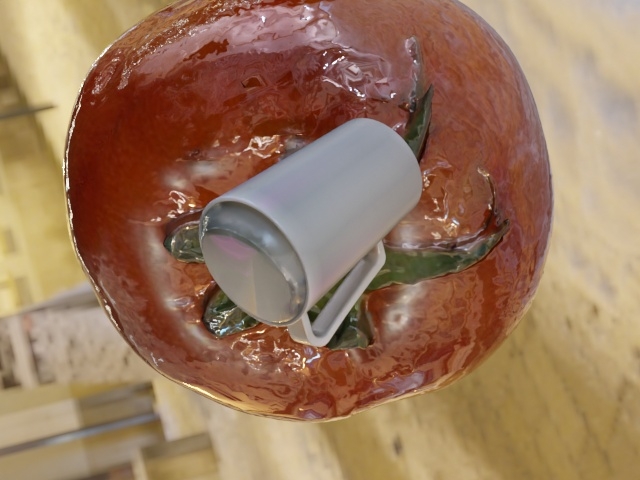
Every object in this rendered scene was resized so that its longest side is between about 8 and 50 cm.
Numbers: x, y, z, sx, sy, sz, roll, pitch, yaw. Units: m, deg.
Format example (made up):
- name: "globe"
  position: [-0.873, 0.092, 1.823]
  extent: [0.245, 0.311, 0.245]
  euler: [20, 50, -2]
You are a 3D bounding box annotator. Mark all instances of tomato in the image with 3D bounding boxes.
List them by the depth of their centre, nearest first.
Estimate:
- name: "tomato"
  position: [-0.006, -0.048, 1.094]
  extent: [0.273, 0.341, 0.341]
  euler: [-83, -12, -58]

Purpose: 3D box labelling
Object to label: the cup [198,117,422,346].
- name: "cup"
  position: [0.000, 0.000, 0.832]
  extent: [0.074, 0.116, 0.104]
  euler: [7, 123, 41]
